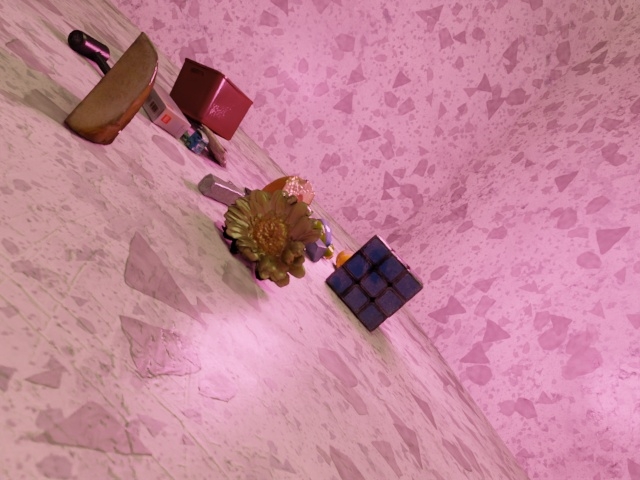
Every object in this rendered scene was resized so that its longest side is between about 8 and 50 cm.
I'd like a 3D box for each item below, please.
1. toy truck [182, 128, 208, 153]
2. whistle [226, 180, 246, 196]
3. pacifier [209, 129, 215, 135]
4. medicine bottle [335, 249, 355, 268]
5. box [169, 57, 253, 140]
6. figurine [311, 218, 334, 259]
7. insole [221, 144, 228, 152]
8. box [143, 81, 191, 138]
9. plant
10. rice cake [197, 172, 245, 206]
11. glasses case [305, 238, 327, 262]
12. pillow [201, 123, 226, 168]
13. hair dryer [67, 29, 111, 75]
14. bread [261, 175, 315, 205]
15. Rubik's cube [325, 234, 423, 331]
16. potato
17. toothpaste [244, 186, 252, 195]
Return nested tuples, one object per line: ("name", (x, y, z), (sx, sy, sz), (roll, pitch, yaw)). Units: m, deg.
("toy truck", (-0.512, -0.424, 1.720), (0.175, 0.081, 0.067), (49, 7, 18))
("whistle", (-0.302, -0.162, 1.702), (0.176, 0.033, 0.033), (46, 8, -6))
("pacifier", (-0.523, -0.475, 2.059), (0.064, 0.068, 0.083), (-20, 62, -45))
("medicine bottle", (0.141, 0.129, 2.261), (0.122, 0.122, 0.212), (45, 9, -9))
("box", (-0.520, -0.651, 2.068), (0.239, 0.230, 0.339), (30, 2, 18))
("figurine", (0.000, 0.000, 2.158), (0.162, 0.143, 0.263), (62, -1, 39))
("insole", (-0.528, -0.508, 2.320), (0.135, 0.002, 0.045), (50, 8, 22))
("box", (-0.603, -0.508, 1.660), (0.269, 0.079, 0.135), (52, 9, 31))
("plant", (-0.169, -0.008, 1.297), (0.261, 0.297, 0.306), (18, 64, -23))
("rice cake", (-0.329, -0.163, 1.465), (0.063, 0.069, 0.206), (52, 12, 20))
("glasses case", (-0.060, -0.022, 2.020), (0.056, 0.105, 0.266), (-11, 44, -28))
("pillow", (-0.442, -0.389, 1.837), (0.148, 0.050, 0.229), (50, -9, -2))
("hair dryer", (-0.727, -0.581, 1.468), (0.255, 0.070, 0.128), (53, 10, 9))
("bread", (-0.123, -0.174, 1.932), (0.183, 0.211, 0.224), (35, 27, -39))
("Rubik's cube", (0.245, 0.179, 1.940), (0.301, 0.305, 0.303), (49, 10, 8))
("potato", (-0.467, -0.367, 1.057), (0.112, 0.255, 0.269), (40, 11, -33))
("toothpaste", (-0.278, -0.178, 1.872), (0.096, 0.061, 0.266), (42, 2, -20))
